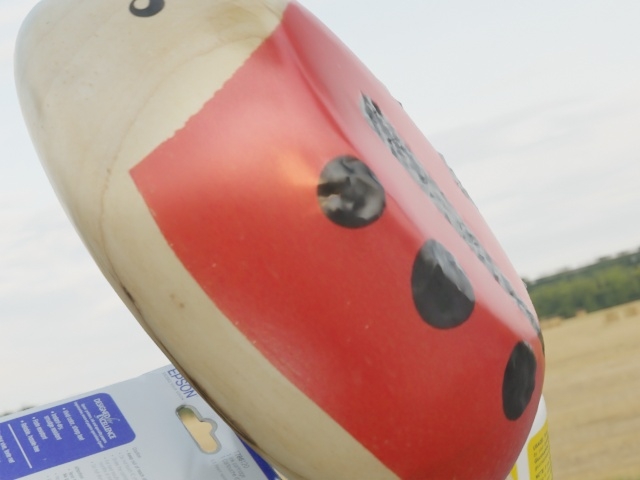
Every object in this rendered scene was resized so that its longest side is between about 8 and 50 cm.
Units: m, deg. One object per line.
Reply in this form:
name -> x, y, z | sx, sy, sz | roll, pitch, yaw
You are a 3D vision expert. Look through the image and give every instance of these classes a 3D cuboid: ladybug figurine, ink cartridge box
ladybug figurine -> 0.000, 0.000, 0.904 | 0.162, 0.449, 0.305 | -34, 18, 20
ink cartridge box -> -0.204, 0.185, 0.916 | 0.332, 0.065, 0.165 | -16, 33, -21

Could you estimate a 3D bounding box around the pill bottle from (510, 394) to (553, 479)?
pill bottle -> 0.137, 0.235, 1.411 | 0.187, 0.334, 0.188 | -7, 18, 2
